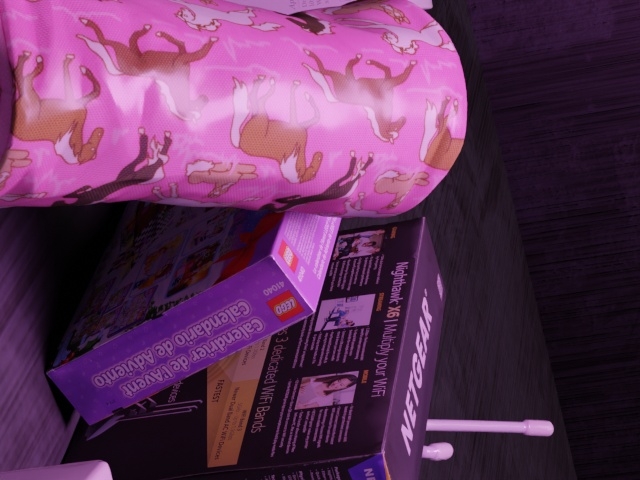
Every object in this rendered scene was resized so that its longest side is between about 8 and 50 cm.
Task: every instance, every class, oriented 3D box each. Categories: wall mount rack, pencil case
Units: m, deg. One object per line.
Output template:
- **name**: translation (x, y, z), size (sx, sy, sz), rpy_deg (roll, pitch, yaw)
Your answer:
- **wall mount rack**: translation (0.126, 0.300, 1.972), size (0.304, 0.130, 0.350), rpy_deg (0, 97, -64)
- **pencil case**: translation (-0.089, -0.093, 1.193), size (0.386, 0.167, 0.160), rpy_deg (-1, 76, -42)

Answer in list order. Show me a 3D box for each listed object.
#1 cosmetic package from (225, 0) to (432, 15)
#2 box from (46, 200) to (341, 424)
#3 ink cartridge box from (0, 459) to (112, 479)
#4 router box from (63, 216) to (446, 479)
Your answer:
- **cosmetic package**: translation (-0.034, -0.254, 1.697), size (0.224, 0.224, 0.138), rpy_deg (-27, 110, -74)
- **box**: translation (-0.077, -0.001, 1.417), size (0.057, 0.201, 0.293), rpy_deg (53, 25, -20)
- **ink cartridge box**: translation (-0.169, 0.292, 1.063), size (0.201, 0.117, 0.278), rpy_deg (-50, 129, -71)
- **router box**: translation (-0.042, 0.109, 1.413), size (0.309, 0.243, 0.081), rpy_deg (-74, 151, -57)
